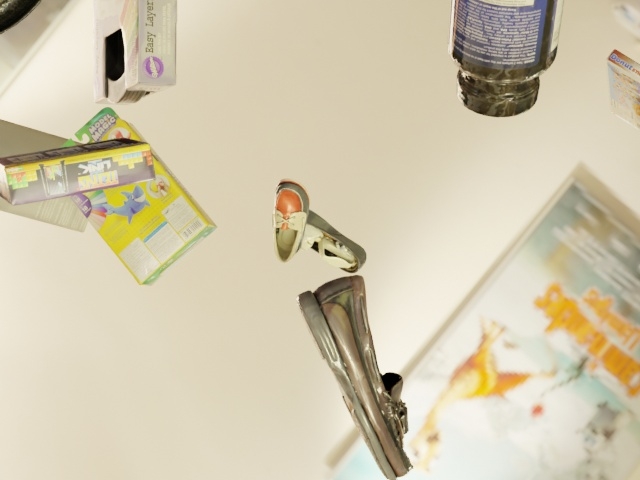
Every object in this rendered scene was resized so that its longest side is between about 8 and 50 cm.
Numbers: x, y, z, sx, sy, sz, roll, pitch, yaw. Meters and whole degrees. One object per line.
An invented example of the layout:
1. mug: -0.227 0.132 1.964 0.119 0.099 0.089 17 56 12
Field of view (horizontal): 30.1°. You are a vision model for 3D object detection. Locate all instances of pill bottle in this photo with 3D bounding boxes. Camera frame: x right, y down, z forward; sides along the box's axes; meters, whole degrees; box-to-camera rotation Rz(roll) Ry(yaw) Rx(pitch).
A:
1. pill bottle: 0.200 -0.248 1.286 0.123 0.123 0.219 39 144 36

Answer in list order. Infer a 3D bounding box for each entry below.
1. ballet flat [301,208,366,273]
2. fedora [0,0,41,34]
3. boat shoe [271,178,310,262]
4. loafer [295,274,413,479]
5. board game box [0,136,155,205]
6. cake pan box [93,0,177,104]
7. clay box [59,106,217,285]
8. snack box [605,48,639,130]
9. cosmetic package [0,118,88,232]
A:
1. ballet flat: 0.000 0.000 2.253 0.203 0.074 0.074 33 -179 -15
2. fedora: -0.524 -0.438 1.717 0.334 0.334 0.152 39 174 -22
3. boat shoe: -0.043 -0.026 1.588 0.049 0.043 0.137 15 141 8
4. loafer: 0.069 0.183 1.565 0.302 0.095 0.109 64 176 -20
5. board game box: -0.298 -0.084 1.422 0.141 0.170 0.048 -157 58 -66
6. cake pan box: -0.293 -0.347 1.865 0.070 0.266 0.246 0 180 -25
7. clay box: -0.259 -0.062 1.621 0.222 0.127 0.053 51 -174 11
8. snack box: 0.421 -0.198 1.612 0.064 0.022 0.178 39 177 22
9. cosmetic package: -0.480 -0.112 1.927 0.238 0.107 0.127 15 -143 -15
